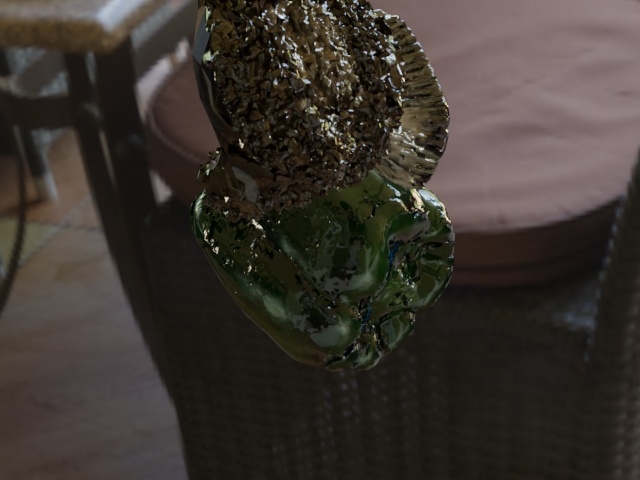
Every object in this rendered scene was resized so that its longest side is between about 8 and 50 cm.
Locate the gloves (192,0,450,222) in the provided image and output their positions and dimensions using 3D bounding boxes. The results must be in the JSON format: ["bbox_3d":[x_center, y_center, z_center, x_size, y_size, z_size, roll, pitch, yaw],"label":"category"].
[{"bbox_3d":[-0.012,-0.118,1.136,0.135,0.210,0.312,-11,-12,30],"label":"gloves"}]

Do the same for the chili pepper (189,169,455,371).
[{"bbox_3d":[0.000,0.000,1.530,0.256,0.248,0.233,37,86,29],"label":"chili pepper"}]
